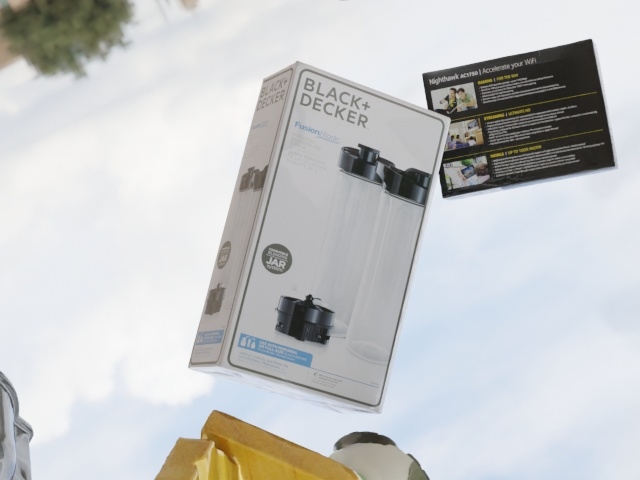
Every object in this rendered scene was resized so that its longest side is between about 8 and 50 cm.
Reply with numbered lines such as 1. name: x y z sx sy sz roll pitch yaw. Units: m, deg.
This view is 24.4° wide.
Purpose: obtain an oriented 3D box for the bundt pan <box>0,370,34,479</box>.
1. bundt pan: -0.397 0.236 1.265 0.331 0.331 0.124 -27 -141 -6

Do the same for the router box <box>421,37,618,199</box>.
1. router box: 0.202 -0.121 1.500 0.179 0.133 0.046 -10 177 14

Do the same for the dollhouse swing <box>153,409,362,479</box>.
1. dollhouse swing: 0.038 0.320 0.911 0.305 0.315 0.347 3 -156 13

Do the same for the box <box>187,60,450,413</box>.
1. box: 0.000 0.000 1.359 0.087 0.169 0.290 -15 -123 66

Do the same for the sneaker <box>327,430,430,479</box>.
1. sneaker: 0.057 0.383 1.277 0.182 0.410 0.158 -24 176 -29
